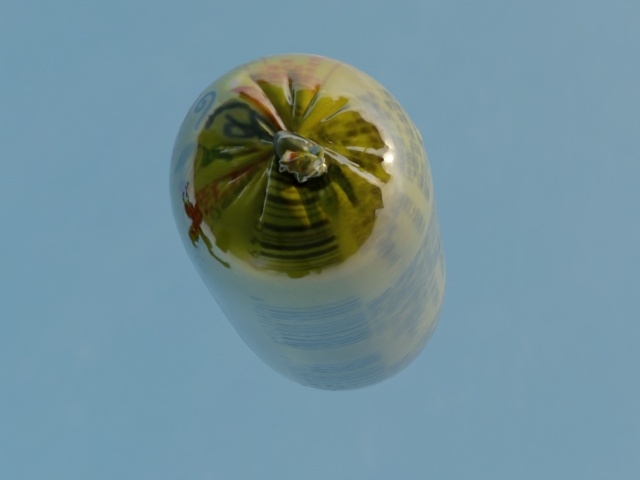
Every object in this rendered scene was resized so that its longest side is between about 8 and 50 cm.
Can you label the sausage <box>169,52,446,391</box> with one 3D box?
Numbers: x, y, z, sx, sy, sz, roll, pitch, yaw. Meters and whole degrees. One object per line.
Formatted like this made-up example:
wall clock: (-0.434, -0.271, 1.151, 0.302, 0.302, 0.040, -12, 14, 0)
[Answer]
sausage: (0.000, 0.000, 0.924, 0.123, 0.347, 0.123, -1, -106, 5)
